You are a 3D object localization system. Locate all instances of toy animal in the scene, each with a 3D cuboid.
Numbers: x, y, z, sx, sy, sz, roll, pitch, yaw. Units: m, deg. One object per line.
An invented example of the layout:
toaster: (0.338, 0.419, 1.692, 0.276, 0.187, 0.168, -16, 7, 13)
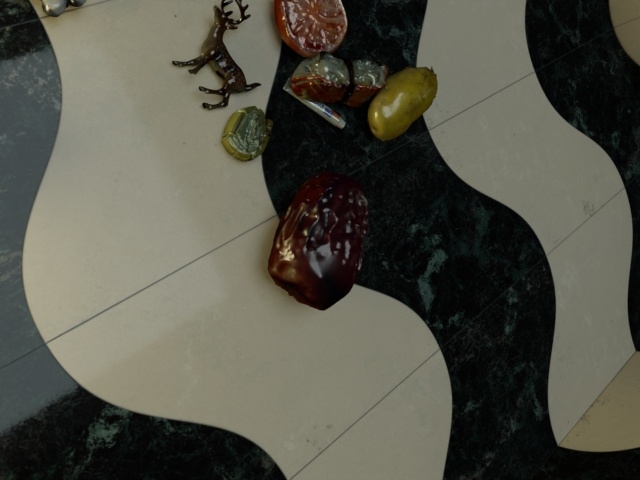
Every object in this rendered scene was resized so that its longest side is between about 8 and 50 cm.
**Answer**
toy animal: (-0.265, -0.502, 1.439, 0.260, 0.087, 0.244, -44, 122, -28)

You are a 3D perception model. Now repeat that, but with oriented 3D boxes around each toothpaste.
toothpaste: (-0.016, -0.405, 1.600, 0.218, 0.033, 0.052, 33, 66, -21)

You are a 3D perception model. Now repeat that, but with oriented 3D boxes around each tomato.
tomato: (-0.040, -0.647, 1.564, 0.236, 0.095, 0.237, 0, 91, -31)

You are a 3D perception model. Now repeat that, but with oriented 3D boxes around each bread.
bread: (-0.198, -0.294, 1.459, 0.117, 0.064, 0.157, 25, 75, -29)

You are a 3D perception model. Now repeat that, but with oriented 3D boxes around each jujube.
jujube: (0.000, 0.000, 1.462, 0.258, 0.258, 0.377, 27, 61, -27)

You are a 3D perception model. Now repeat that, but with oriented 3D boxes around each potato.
potato: (0.260, -0.446, 1.704, 0.300, 0.140, 0.173, -44, 121, -21)

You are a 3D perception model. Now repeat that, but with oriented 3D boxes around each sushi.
sushi: (0.062, -0.479, 1.590, 0.331, 0.124, 0.130, -1, 75, -34)

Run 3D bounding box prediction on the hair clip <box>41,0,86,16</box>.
hair clip: (-0.656, -0.601, 1.205, 0.256, 0.075, 0.146, 25, 79, -23)
